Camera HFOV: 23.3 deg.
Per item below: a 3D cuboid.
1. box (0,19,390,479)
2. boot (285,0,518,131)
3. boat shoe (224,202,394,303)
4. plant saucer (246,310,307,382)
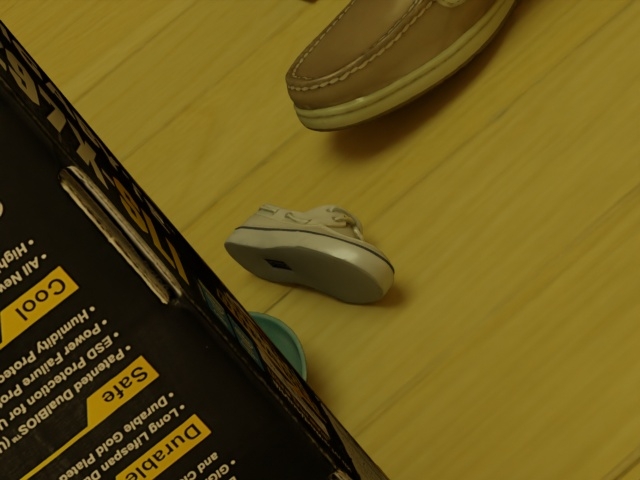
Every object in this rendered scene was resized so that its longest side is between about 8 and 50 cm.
[{"bbox_3d":[-0.149,0.117,0.420,0.322,0.257,0.079,-38,33,0],"label":"box"},{"bbox_3d":[0.035,-0.167,0.680,0.213,0.165,0.077,-44,32,-13],"label":"boot"},{"bbox_3d":[0.000,0.000,0.631,0.035,0.035,0.100,-53,29,-18],"label":"boat shoe"},{"bbox_3d":[-0.051,0.079,0.591,0.119,0.021,0.119,-25,34,18],"label":"plant saucer"}]
